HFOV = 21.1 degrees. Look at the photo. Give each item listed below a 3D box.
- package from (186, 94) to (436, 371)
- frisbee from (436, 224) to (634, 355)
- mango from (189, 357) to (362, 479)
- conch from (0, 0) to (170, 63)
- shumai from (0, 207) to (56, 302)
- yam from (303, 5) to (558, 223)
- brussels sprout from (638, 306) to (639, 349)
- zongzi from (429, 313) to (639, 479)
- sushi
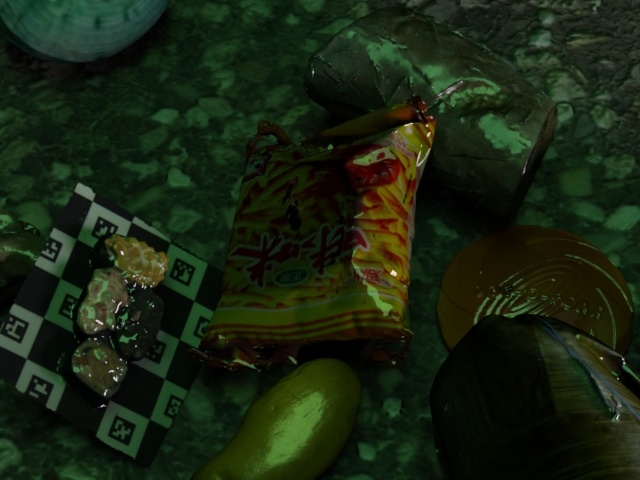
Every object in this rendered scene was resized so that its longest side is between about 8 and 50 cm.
[{"bbox_3d":[0.006,0.000,1.637,0.223,0.108,0.288,-5,61,29],"label":"package"},{"bbox_3d":[0.208,0.062,1.662,0.192,0.035,0.192,0,59,0],"label":"frisbee"},{"bbox_3d":[-0.033,0.181,1.569,0.190,0.075,0.098,-43,55,-19],"label":"mango"},{"bbox_3d":[-0.279,-0.271,1.825,0.196,0.134,0.202,-2,39,-50],"label":"conch"},{"bbox_3d":[-0.344,0.037,1.639,0.175,0.166,0.206,2,67,-29],"label":"shumai"},{"bbox_3d":[0.122,-0.135,1.722,0.254,0.154,0.154,32,64,20],"label":"yam"},{"bbox_3d":[0.418,0.086,1.537,0.259,0.227,0.294,27,51,-1],"label":"brussels sprout"},{"bbox_3d":[0.320,0.246,1.494,0.432,0.208,0.403,9,39,-22],"label":"zongzi"},{"bbox_3d":[-0.181,0.072,1.599,0.192,0.050,0.215,33,61,-17],"label":"sushi"}]
